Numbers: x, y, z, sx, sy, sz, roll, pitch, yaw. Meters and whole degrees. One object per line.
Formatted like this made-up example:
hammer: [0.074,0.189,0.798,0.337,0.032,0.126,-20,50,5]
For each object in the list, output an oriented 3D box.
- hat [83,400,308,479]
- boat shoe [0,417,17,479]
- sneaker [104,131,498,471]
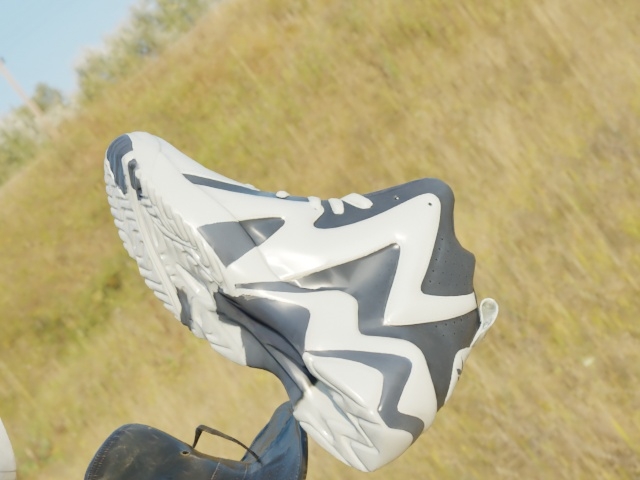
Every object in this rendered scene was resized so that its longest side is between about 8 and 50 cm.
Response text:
hat: [-0.141,0.228,0.937,0.331,0.134,0.331,-53,5,7]
boat shoe: [-0.412,0.260,1.315,0.102,0.108,0.301,-22,-27,-31]
sneaker: [0.000,0.000,0.662,0.153,0.235,0.094,-37,-25,-33]
